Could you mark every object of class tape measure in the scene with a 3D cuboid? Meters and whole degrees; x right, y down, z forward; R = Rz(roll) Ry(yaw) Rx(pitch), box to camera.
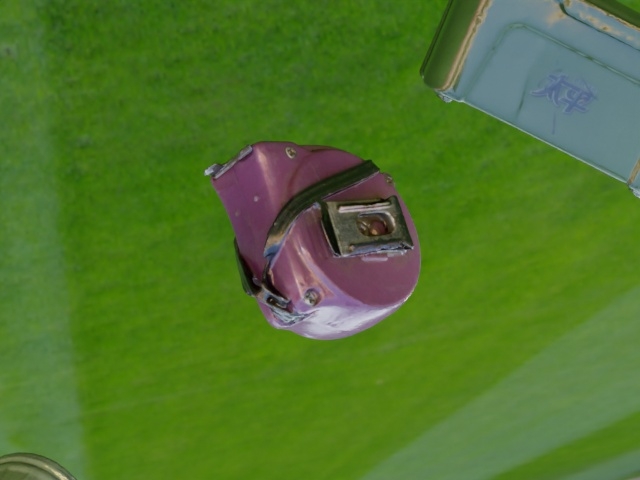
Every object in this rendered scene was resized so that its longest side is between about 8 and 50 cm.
[{"bbox_3d":[0.000,0.000,0.694,0.125,0.118,0.074,-7,162,-43],"label":"tape measure"}]

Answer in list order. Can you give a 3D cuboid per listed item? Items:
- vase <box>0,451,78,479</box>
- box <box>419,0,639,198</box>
[{"bbox_3d":[-0.326,0.314,1.012,0.143,0.143,0.299,-20,-172,20],"label":"vase"},{"bbox_3d":[0.267,-0.186,1.261,0.177,0.329,0.253,-61,-178,13],"label":"box"}]
